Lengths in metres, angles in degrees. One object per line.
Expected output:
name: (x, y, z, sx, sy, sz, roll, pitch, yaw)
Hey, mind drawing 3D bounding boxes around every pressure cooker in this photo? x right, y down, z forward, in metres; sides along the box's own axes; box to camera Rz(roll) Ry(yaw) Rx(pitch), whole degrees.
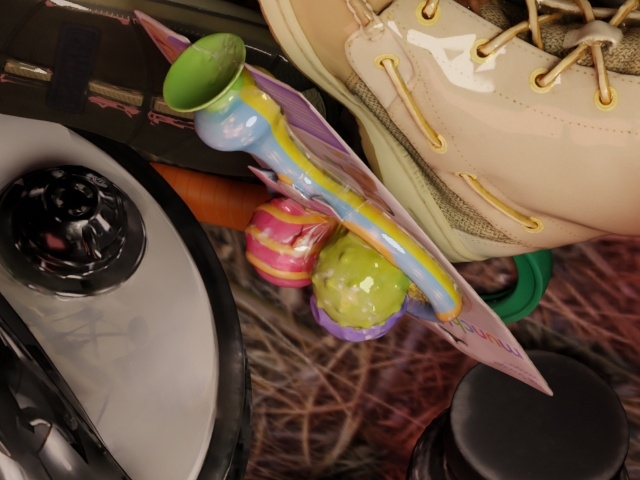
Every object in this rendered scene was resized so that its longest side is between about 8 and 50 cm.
pressure cooker: (-0.228, 0.111, 1.001, 0.369, 0.375, 0.420, 12, 147, -7)

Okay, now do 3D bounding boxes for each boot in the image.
boot: (0.095, -0.086, 0.787, 0.203, 0.095, 0.262, 1, 138, 34)

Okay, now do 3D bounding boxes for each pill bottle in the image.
pill bottle: (0.102, 0.160, 1.044, 0.122, 0.123, 0.219, 21, 142, 12)

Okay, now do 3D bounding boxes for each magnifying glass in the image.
magnifying glass: (0.011, -0.007, 0.999, 0.231, 0.026, 0.092, 11, 139, 20)

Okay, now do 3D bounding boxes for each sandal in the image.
sandal: (-0.131, -0.119, 0.923, 0.302, 0.086, 0.120, 21, 140, -13)

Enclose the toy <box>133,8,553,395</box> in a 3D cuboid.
toy: (0.000, 0.000, 0.877, 0.137, 0.056, 0.237, 30, 163, 48)
